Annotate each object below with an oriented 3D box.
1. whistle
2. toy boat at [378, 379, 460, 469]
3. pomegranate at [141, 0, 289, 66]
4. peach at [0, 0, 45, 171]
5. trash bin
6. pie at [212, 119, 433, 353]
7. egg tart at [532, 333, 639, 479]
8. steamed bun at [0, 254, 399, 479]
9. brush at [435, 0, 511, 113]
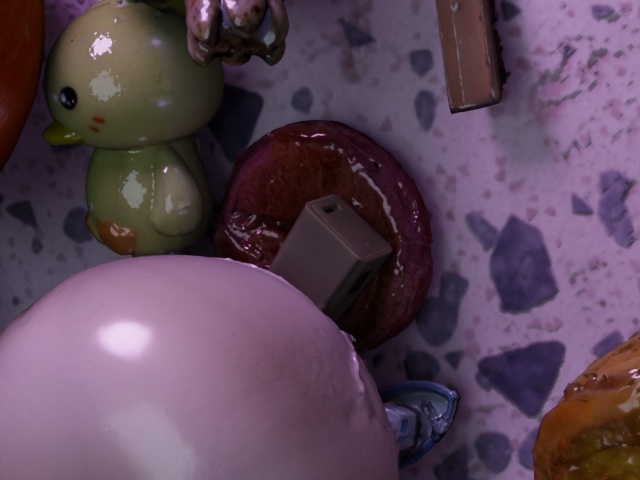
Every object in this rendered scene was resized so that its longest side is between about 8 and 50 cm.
[{"bbox_3d":[-0.143,-0.050,1.402,0.141,0.141,0.294,10,101,30],"label":"whistle"},{"bbox_3d":[0.042,0.138,1.352,0.140,0.066,0.059,-31,76,29],"label":"toy boat"},{"bbox_3d":[-0.075,-0.223,1.295,0.202,0.202,0.248,-33,50,30],"label":"pomegranate"},{"bbox_3d":[-0.330,-0.148,1.402,0.306,0.242,0.380,-21,47,28],"label":"peach"},{"bbox_3d":[-0.002,0.022,1.323,0.061,0.043,0.092,45,123,16],"label":"trash bin"},{"bbox_3d":[0.000,0.000,1.370,0.182,0.049,0.182,8,105,33],"label":"pie"},{"bbox_3d":[0.272,0.183,1.193,0.297,0.132,0.297,16,119,32],"label":"egg tart"},{"bbox_3d":[-0.110,0.170,1.308,0.324,0.206,0.324,19,123,32],"label":"steamed bun"},{"bbox_3d":[0.094,-0.211,1.301,0.043,0.036,0.248,-12,83,27],"label":"brush"}]
